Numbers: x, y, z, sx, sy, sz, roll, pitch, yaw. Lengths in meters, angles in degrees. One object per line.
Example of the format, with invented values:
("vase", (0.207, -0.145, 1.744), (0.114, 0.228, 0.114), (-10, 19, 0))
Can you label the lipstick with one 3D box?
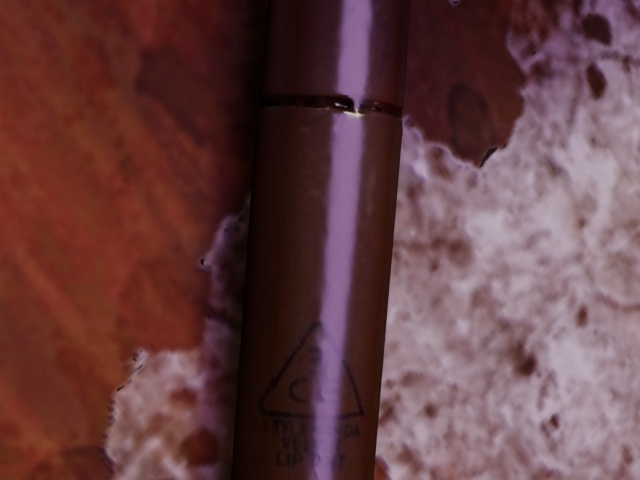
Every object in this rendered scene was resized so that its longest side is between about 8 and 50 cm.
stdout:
("lipstick", (0.000, 0.000, 0.687), (0.057, 0.057, 0.357), (5, 90, -29))
